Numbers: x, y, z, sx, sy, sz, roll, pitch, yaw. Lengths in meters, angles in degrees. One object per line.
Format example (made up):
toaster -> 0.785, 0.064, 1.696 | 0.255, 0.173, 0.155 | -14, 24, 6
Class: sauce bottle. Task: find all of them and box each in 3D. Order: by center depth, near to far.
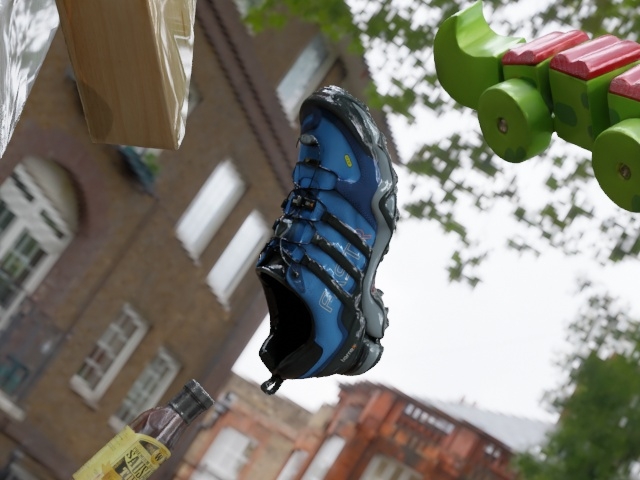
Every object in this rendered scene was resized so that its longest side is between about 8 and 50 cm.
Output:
sauce bottle -> -0.137, 0.157, 1.018 | 0.042, 0.128, 0.042 | 44, -10, 10

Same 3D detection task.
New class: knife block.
knife block -> -0.180, -0.222, 1.148 | 0.088, 0.276, 0.242 | 6, 3, 11

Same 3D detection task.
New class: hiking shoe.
hiking shoe -> 0.000, 0.000, 1.335 | 0.113, 0.132, 0.304 | 9, -75, 48

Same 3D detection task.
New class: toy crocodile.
toy crocodile -> 0.218, -0.107, 1.004 | 0.340, 0.115, 0.105 | 29, -41, 51

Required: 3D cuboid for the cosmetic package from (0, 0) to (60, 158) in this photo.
cosmetic package -> -0.384, -0.232, 1.320 | 0.217, 0.385, 0.156 | 6, -60, -3
